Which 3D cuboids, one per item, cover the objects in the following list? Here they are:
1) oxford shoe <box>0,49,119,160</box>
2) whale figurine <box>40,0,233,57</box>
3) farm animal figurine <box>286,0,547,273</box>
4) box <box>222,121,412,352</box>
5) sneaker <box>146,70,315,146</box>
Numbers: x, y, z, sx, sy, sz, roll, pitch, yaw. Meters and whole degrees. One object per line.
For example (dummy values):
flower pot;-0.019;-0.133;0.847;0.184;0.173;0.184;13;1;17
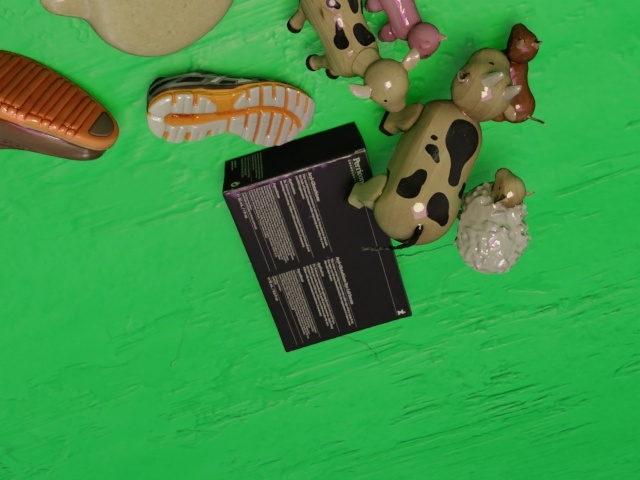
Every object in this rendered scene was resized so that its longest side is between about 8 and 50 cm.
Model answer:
oxford shoe;-0.415;-0.148;0.882;0.363;0.130;0.133;18;121;-4
whale figurine;-0.199;-0.311;0.757;0.216;0.141;0.272;-38;147;5
farm animal figurine;0.119;-0.140;0.837;0.330;0.172;0.327;10;89;-22
box;0.000;0.000;1.015;0.184;0.103;0.261;-15;120;5
sneaker;-0.108;-0.169;0.923;0.215;0.083;0.084;-1;127;-26
